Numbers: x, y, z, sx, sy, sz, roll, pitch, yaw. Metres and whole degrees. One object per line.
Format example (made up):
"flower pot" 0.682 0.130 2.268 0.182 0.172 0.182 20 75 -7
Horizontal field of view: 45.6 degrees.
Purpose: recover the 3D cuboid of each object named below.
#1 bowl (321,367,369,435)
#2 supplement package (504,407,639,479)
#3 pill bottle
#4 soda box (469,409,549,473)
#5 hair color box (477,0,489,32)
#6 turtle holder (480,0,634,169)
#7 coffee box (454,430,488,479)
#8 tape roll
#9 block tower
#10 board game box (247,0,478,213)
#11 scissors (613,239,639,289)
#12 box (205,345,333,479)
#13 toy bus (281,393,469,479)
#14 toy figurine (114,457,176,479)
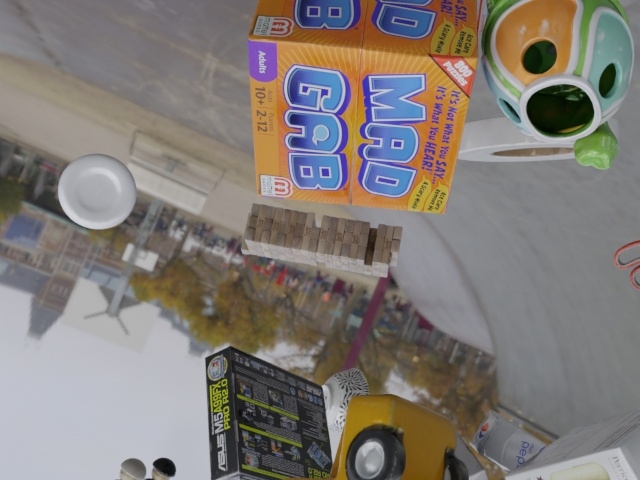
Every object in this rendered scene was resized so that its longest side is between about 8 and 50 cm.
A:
"bowl" 0.040 0.382 1.801 0.080 0.170 0.170 13 -179 -24
"supplement package" 0.480 0.398 1.202 0.198 0.199 0.263 -19 165 -34
"pill bottle" -0.319 -0.067 1.101 0.103 0.103 0.184 23 175 -13
"soda box" 0.454 0.465 1.554 0.286 0.091 0.098 33 177 1
"hair color box" 0.364 -0.517 1.649 0.053 0.093 0.167 21 -142 29
"turtle holder" 0.388 -0.263 1.261 0.243 0.227 0.320 2 142 9
"coffee box" 0.283 0.521 1.511 0.141 0.098 0.246 -125 13 -65
"tape roll" 0.515 -0.243 1.839 0.392 0.072 0.392 -1 -179 0
"block tower" 0.000 0.000 1.615 0.336 0.090 0.097 8 159 6
"board game box" 0.078 -0.309 1.390 0.356 0.356 0.356 6 140 3
"scissors" 0.749 0.017 1.543 0.297 0.109 0.021 -27 180 36
"box" -0.082 0.322 1.297 0.060 0.216 0.270 -27 143 26
"toy bus" 0.027 0.294 0.592 0.130 0.332 0.108 -13 150 40
"toy figurine" -0.353 0.579 1.662 0.210 0.148 0.213 30 174 25
